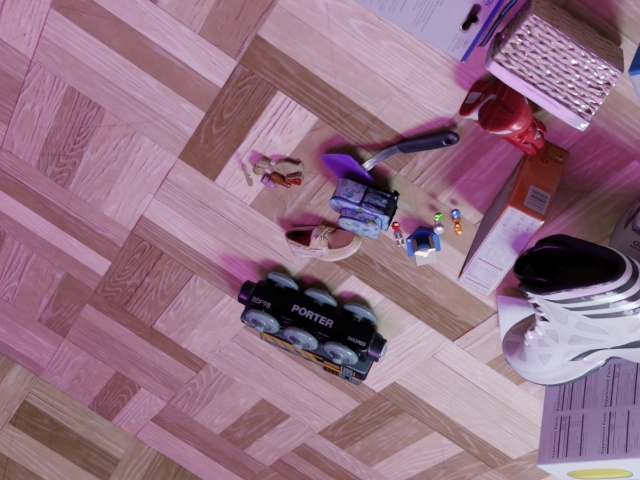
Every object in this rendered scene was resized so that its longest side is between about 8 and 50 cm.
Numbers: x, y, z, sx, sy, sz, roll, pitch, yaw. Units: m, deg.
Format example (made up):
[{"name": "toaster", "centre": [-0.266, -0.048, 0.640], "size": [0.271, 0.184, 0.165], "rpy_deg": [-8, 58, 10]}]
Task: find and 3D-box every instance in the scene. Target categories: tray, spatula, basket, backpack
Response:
[{"name": "tray", "centre": [0.462, 0.162, 1.935], "size": [0.270, 0.030, 0.145], "rpy_deg": [11, 142, 23]}, {"name": "spatula", "centre": [0.116, -0.146, 1.784], "size": [0.296, 0.030, 0.084], "rpy_deg": [-15, 132, 43]}, {"name": "basket", "centre": [0.324, -0.248, 1.438], "size": [0.167, 0.113, 0.103], "rpy_deg": [33, 122, -5]}, {"name": "backpack", "centre": [0.072, -0.058, 1.858], "size": [0.114, 0.084, 0.105], "rpy_deg": [23, 166, 7]}]

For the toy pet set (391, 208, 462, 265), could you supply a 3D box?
[{"name": "toy pet set", "centre": [0.190, -0.018, 1.881], "size": [0.122, 0.065, 0.114], "rpy_deg": [-11, 129, 3]}]

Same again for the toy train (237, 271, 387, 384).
[{"name": "toy train", "centre": [-0.020, 0.187, 2.205], "size": [0.334, 0.142, 0.190], "rpy_deg": [22, 153, 10]}]

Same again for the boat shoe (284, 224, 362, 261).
[{"name": "boat shoe", "centre": [0.000, 0.000, 2.015], "size": [0.170, 0.063, 0.059], "rpy_deg": [-4, 139, 38]}]

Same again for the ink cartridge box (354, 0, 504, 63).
[{"name": "ink cartridge box", "centre": [0.099, -0.394, 1.465], "size": [0.333, 0.065, 0.165], "rpy_deg": [31, 144, -1]}]

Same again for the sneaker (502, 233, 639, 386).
[{"name": "sneaker", "centre": [0.386, 0.094, 1.703], "size": [0.257, 0.169, 0.447], "rpy_deg": [35, 154, -15]}]

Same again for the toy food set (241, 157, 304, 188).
[{"name": "toy food set", "centre": [-0.082, -0.124, 1.957], "size": [0.122, 0.019, 0.078], "rpy_deg": [4, 139, 19]}]

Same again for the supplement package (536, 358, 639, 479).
[{"name": "supplement package", "centre": [0.565, 0.341, 1.907], "size": [0.199, 0.198, 0.263], "rpy_deg": [32, 148, -34]}]

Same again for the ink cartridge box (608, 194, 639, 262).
[{"name": "ink cartridge box", "centre": [0.557, -0.023, 1.593], "size": [0.159, 0.092, 0.218], "rpy_deg": [27, 146, 3]}]

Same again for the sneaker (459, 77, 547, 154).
[{"name": "sneaker", "centre": [0.294, -0.177, 1.533], "size": [0.128, 0.221, 0.087], "rpy_deg": [26, 102, -15]}]

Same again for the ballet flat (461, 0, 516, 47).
[{"name": "ballet flat", "centre": [0.241, -0.330, 1.457], "size": [0.052, 0.057, 0.168], "rpy_deg": [39, 144, 2]}]

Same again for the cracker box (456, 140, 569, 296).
[{"name": "cracker box", "centre": [0.307, -0.034, 1.689], "size": [0.067, 0.155, 0.232], "rpy_deg": [27, 145, 1]}]

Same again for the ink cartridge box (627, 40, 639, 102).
[{"name": "ink cartridge box", "centre": [0.501, -0.225, 1.260], "size": [0.171, 0.232, 0.168], "rpy_deg": [-9, 128, 41]}]
